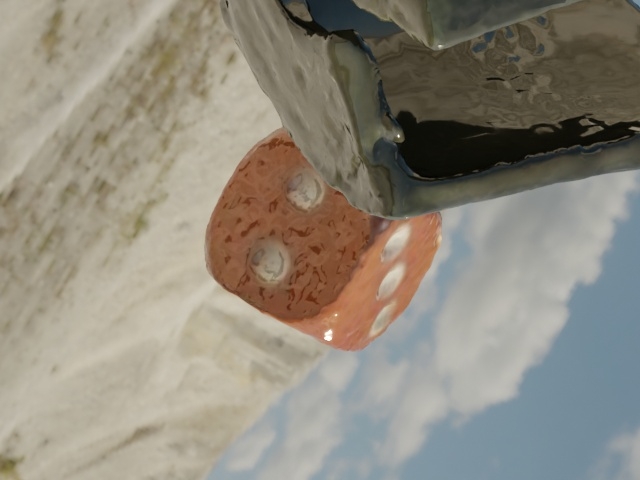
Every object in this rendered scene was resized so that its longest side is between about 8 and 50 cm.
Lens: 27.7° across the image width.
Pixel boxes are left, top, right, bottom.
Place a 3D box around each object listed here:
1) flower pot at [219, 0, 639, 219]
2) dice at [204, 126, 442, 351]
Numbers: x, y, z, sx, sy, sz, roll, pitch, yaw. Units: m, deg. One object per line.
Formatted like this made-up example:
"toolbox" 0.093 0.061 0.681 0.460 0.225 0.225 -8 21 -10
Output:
"flower pot" 0.084 -0.168 0.555 0.251 0.379 0.379 -28 179 -16
"dice" 0.000 0.000 1.295 0.179 0.175 0.174 -57 156 4
